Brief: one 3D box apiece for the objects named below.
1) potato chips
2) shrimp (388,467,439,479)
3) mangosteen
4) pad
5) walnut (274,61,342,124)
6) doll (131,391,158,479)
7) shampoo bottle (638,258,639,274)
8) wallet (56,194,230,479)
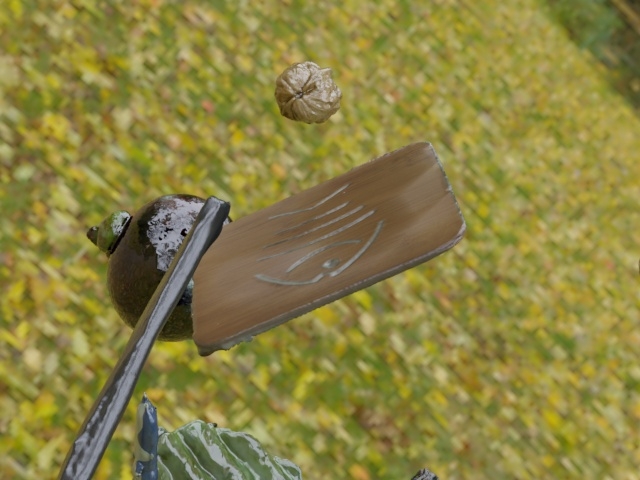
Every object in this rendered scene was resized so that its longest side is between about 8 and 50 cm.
[{"bbox_3d":[-0.144,0.404,1.837,0.097,0.373,0.389,1,-23,42],"label":"potato chips"},{"bbox_3d":[0.057,0.289,1.192,0.150,0.217,0.051,31,-1,-5],"label":"shrimp"},{"bbox_3d":[-0.212,0.036,2.140,0.216,0.216,0.216,37,20,-16],"label":"mangosteen"},{"bbox_3d":[0.000,0.000,1.548,0.284,0.287,0.018,-100,165,-67],"label":"pad"},{"bbox_3d":[-0.015,-0.177,1.837,0.079,0.082,0.096,47,14,6],"label":"walnut"},{"bbox_3d":[-0.182,0.210,1.584,0.027,0.125,0.037,-4,36,-13],"label":"doll"},{"bbox_3d":[0.465,0.143,1.874,0.076,0.118,0.314,-2,49,-9],"label":"shampoo bottle"},{"bbox_3d":[-0.148,0.095,1.236,0.030,0.285,0.146,27,-13,-2],"label":"wallet"}]
